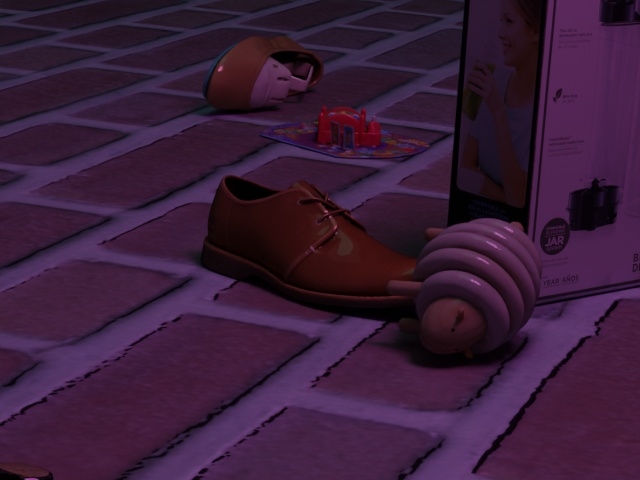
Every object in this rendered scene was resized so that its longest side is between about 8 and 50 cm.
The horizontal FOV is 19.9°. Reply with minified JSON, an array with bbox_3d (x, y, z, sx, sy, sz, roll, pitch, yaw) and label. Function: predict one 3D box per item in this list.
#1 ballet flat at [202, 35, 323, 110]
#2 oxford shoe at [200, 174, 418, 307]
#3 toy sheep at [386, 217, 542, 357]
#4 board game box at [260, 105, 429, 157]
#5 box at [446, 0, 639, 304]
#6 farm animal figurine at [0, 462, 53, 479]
[{"bbox_3d":[-0.053,-0.180,1.957,0.073,0.080,0.232,23,20,12],"label":"ballet flat"},{"bbox_3d":[0.000,0.000,1.286,0.212,0.076,0.076,16,17,34],"label":"oxford shoe"},{"bbox_3d":[0.100,0.027,1.181,0.091,0.091,0.132,11,45,26],"label":"toy sheep"},{"bbox_3d":[0.027,-0.116,1.805,0.133,0.033,0.168,-10,21,-42],"label":"board game box"},{"bbox_3d":[0.187,-0.110,1.321,0.169,0.290,0.087,-9,20,-37],"label":"box"},{"bbox_3d":[-0.095,0.176,0.459,0.326,0.172,0.330,18,9,7],"label":"farm animal figurine"}]
